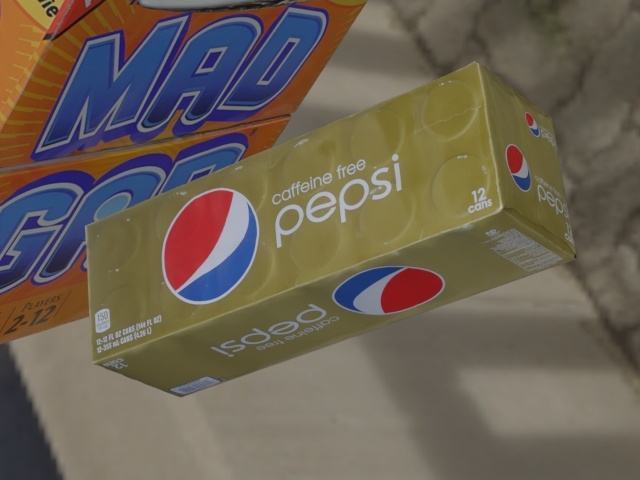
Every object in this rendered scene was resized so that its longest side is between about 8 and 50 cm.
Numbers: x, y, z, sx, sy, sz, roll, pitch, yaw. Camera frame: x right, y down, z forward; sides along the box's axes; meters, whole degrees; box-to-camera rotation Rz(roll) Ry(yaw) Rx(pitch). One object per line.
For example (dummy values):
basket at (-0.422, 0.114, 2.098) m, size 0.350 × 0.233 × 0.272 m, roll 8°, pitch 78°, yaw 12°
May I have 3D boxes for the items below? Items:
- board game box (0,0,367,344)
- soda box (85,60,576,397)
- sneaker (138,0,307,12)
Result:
board game box at (-0.231, -0.178, 1.287) m, size 0.356 × 0.356 × 0.356 m, roll 43°, pitch 118°, yaw 17°
soda box at (0.000, 0.000, 0.710) m, size 0.181 × 0.058 × 0.061 m, roll -21°, pitch 61°, yaw 27°
sneaker at (0.014, -0.175, 0.854) m, size 0.222 × 0.083 × 0.118 m, roll -14°, pitch 93°, yaw 10°
